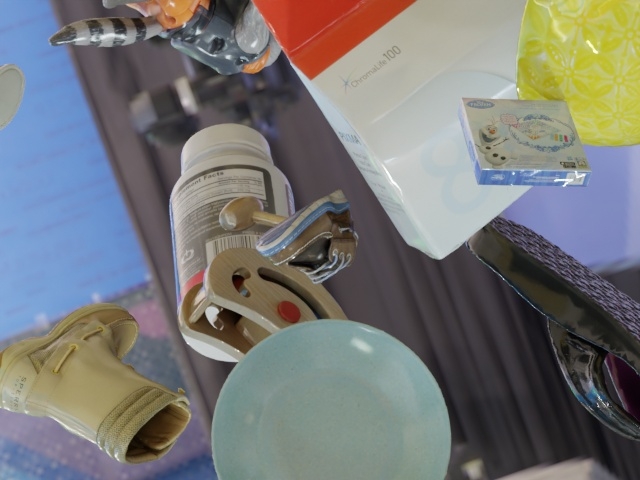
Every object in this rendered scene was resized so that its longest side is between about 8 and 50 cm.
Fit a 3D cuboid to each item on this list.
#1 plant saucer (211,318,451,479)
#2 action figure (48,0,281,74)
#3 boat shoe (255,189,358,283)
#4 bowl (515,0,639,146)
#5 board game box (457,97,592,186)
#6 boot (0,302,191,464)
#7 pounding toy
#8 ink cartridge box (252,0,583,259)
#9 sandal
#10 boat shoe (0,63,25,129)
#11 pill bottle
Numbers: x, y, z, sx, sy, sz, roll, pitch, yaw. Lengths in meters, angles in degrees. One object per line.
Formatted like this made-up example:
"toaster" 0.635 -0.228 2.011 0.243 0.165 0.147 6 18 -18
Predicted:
"plant saucer" 0.008 0.162 1.335 0.195 0.195 0.037 -21 167 -9
"action figure" -0.195 -0.286 2.066 0.330 0.178 0.341 14 173 -35
"boat shoe" 0.000 0.000 1.475 0.066 0.066 0.183 -31 -179 22
"bowl" 0.310 -0.194 1.382 0.156 0.289 0.289 29 -148 30
"board game box" 0.162 -0.079 1.305 0.090 0.020 0.090 1 -136 -10
"boot" -0.229 0.162 1.865 0.203 0.095 0.262 22 -161 20
"pounding toy" -0.048 0.065 1.793 0.154 0.269 0.155 -20 157 -48
"ink cartridge box" 0.131 -0.223 1.705 0.308 0.385 0.091 -38 -158 -11
"sandal" 0.320 0.126 1.811 0.168 0.107 0.446 13 -158 -45
"boat shoe" -0.292 -0.095 1.358 0.038 0.046 0.125 18 -105 42
"pill bottle" -0.117 -0.006 2.256 0.176 0.318 0.176 -5 140 -4
